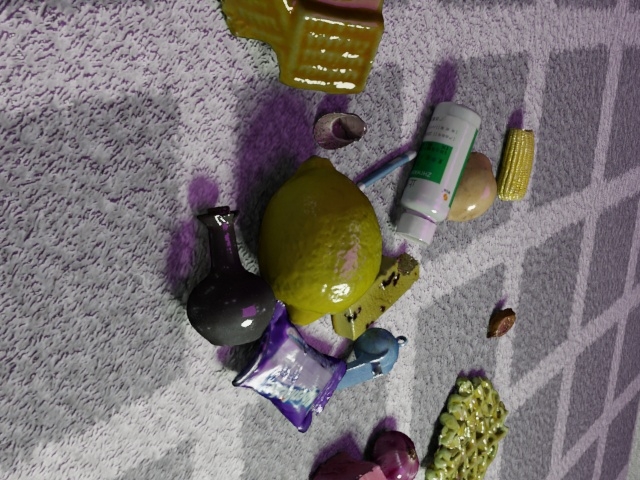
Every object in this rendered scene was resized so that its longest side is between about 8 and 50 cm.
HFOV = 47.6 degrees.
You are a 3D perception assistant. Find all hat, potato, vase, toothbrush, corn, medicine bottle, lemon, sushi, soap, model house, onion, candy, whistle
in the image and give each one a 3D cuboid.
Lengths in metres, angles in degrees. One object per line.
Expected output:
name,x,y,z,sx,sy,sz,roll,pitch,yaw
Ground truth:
hat,0.028,-0.176,1.136,0.087,0.042,0.058,-13,109,-12
potato,0.294,-0.105,1.436,0.112,0.112,0.147,28,74,-52
vase,-0.124,0.045,0.970,0.120,0.120,0.182,-13,99,-49
toothbrush,0.083,-0.104,1.240,0.276,0.019,0.025,-35,121,-39
corn,0.440,-0.171,1.628,0.085,0.063,0.165,2,100,-27
medicine bottle,0.214,-0.121,1.335,0.095,0.095,0.260,29,78,-52
lemon,0.000,0.000,1.041,0.184,0.184,0.248,9,86,-52
sushi,0.444,0.199,1.783,0.099,0.047,0.050,-36,119,-17
soap,0.064,0.513,1.377,0.162,0.099,0.250,-50,137,-27
model house,-0.012,-0.319,0.954,0.268,0.173,0.239,4,116,-21
onion,0.148,0.445,1.470,0.104,0.115,0.115,-39,156,31
candy,-0.044,0.209,1.156,0.145,0.070,0.275,-55,142,-13
whistle,0.085,0.206,1.321,0.158,0.090,0.090,-18,126,-2

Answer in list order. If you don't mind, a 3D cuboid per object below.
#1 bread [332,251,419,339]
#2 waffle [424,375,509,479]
bread,0.105,0.086,1.313,0.226,0.049,0.088,-38,130,-38
waffle,0.361,0.486,1.759,0.297,0.073,0.317,41,71,-49
